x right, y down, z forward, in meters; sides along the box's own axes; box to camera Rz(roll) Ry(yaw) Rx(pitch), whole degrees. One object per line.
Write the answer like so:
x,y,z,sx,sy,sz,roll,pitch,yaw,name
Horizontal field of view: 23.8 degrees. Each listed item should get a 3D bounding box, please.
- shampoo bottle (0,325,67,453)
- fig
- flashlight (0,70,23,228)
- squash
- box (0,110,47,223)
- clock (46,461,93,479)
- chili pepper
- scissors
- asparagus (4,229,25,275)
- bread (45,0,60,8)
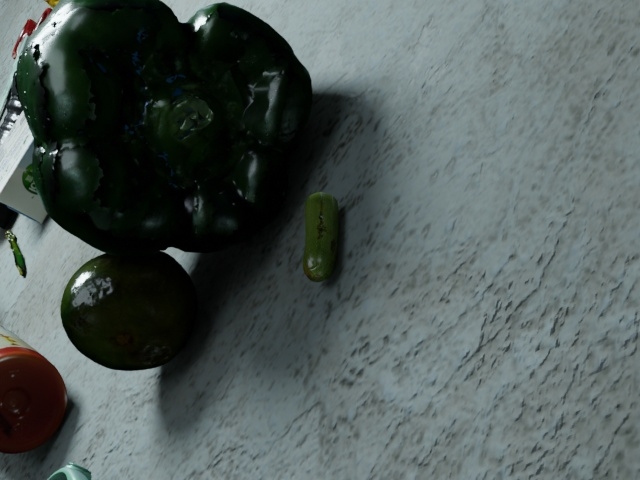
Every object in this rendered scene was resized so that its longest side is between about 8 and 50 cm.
-0.350,0.143,1.595,0.104,0.104,0.278,-63,24,-6,shampoo bottle
-0.164,0.049,1.349,0.117,0.117,0.177,-54,12,15,fig
-0.409,-0.128,2.053,0.093,0.093,0.232,3,70,64,flashlight
0.000,0.000,1.165,0.027,0.027,0.083,-43,31,34,squash
-0.341,-0.137,1.930,0.194,0.073,0.139,-56,24,9,box
-0.223,0.243,1.317,0.101,0.041,0.135,-57,23,9,clock
-0.151,-0.100,1.332,0.257,0.249,0.233,-172,97,-75,chili pepper
-0.499,-0.257,2.448,0.144,0.017,0.247,-7,59,62,scissors
-0.388,0.014,1.931,0.016,0.013,0.166,-47,26,3,asparagus
-0.307,-0.395,2.134,0.245,0.094,0.102,-30,32,49,bread
